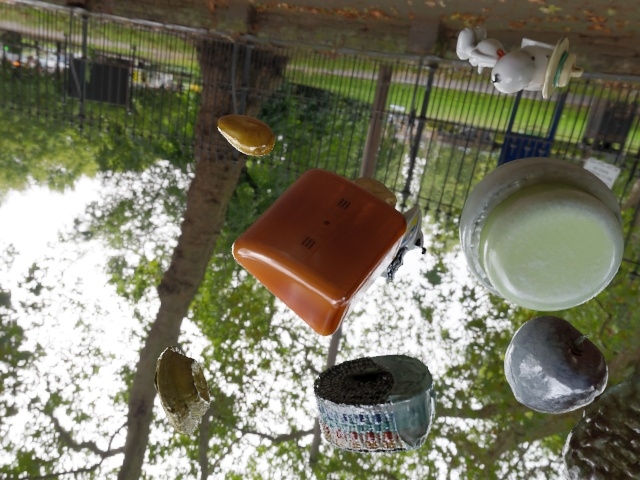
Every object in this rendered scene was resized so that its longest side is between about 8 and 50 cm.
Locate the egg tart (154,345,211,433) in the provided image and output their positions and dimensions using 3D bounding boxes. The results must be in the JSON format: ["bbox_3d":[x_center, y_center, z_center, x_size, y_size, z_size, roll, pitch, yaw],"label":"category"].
[{"bbox_3d":[-0.442,0.485,1.629,0.116,0.290,0.290,-17,-161,-1],"label":"egg tart"}]

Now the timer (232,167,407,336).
[{"bbox_3d":[0.000,0.000,0.938,0.250,0.161,0.257,36,-115,13],"label":"timer"}]

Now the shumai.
[{"bbox_3d":[0.717,0.458,1.021,0.395,0.394,0.348,21,-177,30],"label":"shumai"}]

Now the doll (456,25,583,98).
[{"bbox_3d":[0.469,-0.447,1.182,0.208,0.143,0.271,-7,-139,-7],"label":"doll"}]

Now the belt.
[{"bbox_3d":[0.119,0.345,1.059,0.258,0.149,0.207,-8,-166,11],"label":"belt"}]

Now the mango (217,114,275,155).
[{"bbox_3d":[-0.108,-0.156,0.714,0.089,0.046,0.060,25,-133,-2],"label":"mango"}]

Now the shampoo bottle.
[{"bbox_3d":[0.471,-0.025,1.082,0.323,0.322,0.317,11,-154,1],"label":"shampoo bottle"}]

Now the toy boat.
[{"bbox_3d":[0.229,0.024,1.465,0.141,0.269,0.140,38,-159,-18],"label":"toy boat"}]

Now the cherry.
[{"bbox_3d":[0.649,0.345,1.370,0.255,0.296,0.218,40,-145,14],"label":"cherry"}]

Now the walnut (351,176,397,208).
[{"bbox_3d":[0.136,-0.098,1.397,0.159,0.159,0.207,22,-172,33],"label":"walnut"}]
